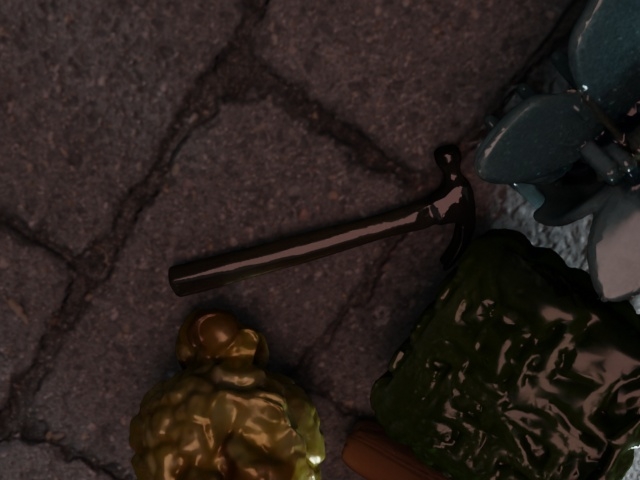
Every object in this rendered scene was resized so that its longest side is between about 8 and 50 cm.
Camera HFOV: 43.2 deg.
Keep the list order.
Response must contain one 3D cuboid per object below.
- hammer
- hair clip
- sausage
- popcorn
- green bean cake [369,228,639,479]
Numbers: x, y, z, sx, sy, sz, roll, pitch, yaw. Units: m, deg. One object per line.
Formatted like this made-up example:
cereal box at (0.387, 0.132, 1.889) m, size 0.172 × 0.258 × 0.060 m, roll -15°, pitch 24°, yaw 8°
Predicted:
hammer at (0.000, 0.000, 1.133) m, size 0.440 × 0.044 × 0.168 m, roll -14°, pitch 109°, yaw 5°
hair clip at (0.362, -0.140, 0.980) m, size 0.392 × 0.238 × 0.318 m, roll 40°, pitch 106°, yaw -14°
sausage at (0.157, 0.352, 1.172) m, size 0.289 × 0.086 × 0.086 m, roll 24°, pitch 113°, yaw 29°
popcorn at (-0.139, 0.261, 1.147) m, size 0.265 × 0.225 × 0.332 m, roll -18°, pitch 89°, yaw -6°
green bean cake at (0.259, 0.185, 1.067) m, size 0.319 × 0.218 × 0.335 m, roll 31°, pitch 103°, yaw 13°
